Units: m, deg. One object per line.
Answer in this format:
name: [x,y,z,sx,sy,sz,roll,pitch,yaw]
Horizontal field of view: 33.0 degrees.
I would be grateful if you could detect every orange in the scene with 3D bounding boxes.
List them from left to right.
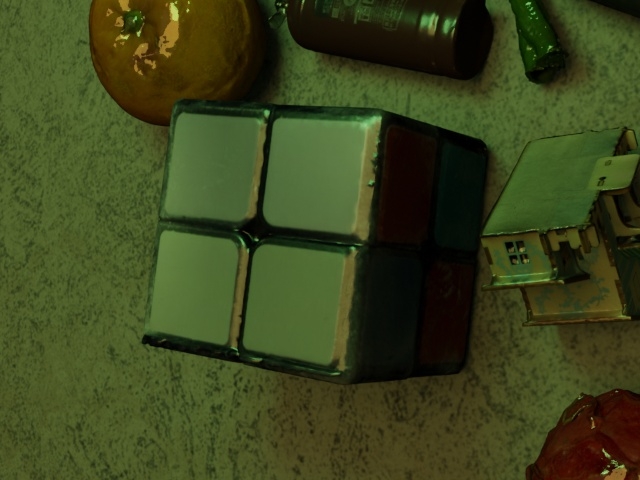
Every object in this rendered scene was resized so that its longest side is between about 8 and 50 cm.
orange: [-0.205,-0.292,1.562,0.261,0.261,0.261,-3,84,31]

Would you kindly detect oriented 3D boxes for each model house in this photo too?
model house: [0.307,0.014,1.252,0.178,0.271,0.206,-6,118,28]

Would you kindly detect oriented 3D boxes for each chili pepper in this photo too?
chili pepper: [0.232,-0.367,1.395,0.076,0.085,0.359,-15,68,-10]

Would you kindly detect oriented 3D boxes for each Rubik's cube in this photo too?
Rubik's cube: [0.000,0.000,1.359,0.316,0.318,0.314,7,90,31]

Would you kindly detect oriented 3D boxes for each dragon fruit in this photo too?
dragon fruit: [0.340,0.287,1.181,0.240,0.241,0.252,-13,64,30]

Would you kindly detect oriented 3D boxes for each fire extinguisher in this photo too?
fire extinguisher: [0.064,-0.308,1.470,0.337,0.114,0.135,16,60,31]

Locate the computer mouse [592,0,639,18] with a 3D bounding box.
computer mouse: [0.381,-0.351,1.257,0.323,0.116,0.183,33,131,31]
